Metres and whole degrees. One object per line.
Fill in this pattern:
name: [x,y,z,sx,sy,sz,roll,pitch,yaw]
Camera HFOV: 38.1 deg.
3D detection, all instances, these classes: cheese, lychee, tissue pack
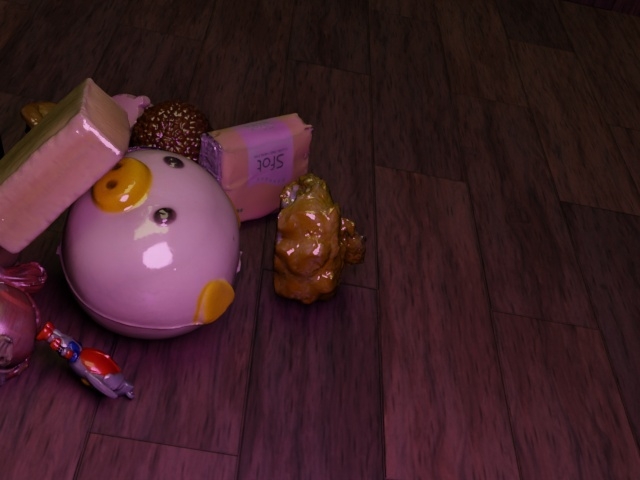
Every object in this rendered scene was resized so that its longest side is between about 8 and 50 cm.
cheese: [-0.459,-0.130,1.590,0.124,0.265,0.242,45,11,-21]
lychee: [-0.326,-0.224,2.094,0.200,0.200,0.238,22,17,9]
tissue pack: [-0.147,-0.157,2.051,0.257,0.215,0.123,-20,38,-39]

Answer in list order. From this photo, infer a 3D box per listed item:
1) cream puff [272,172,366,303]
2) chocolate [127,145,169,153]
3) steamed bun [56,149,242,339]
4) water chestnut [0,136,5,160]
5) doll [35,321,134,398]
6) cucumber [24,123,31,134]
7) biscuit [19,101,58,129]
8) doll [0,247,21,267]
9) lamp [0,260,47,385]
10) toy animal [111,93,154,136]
cream puff: [0.000,-0.001,1.844,0.185,0.282,0.282,7,36,2]
chocolate: [-0.381,-0.085,1.932,0.221,0.221,0.147,-9,71,-29]
steamed bun: [-0.306,0.005,1.694,0.334,0.334,0.374,8,46,-9]
water chestnut: [-0.785,-0.185,1.781,0.302,0.350,0.350,-11,35,12]
doll: [-0.392,0.208,1.565,0.195,0.104,0.062,39,76,-14]
cucumber: [-0.610,-0.212,2.087,0.058,0.058,0.187,-13,45,-33]
biscuit: [-0.573,-0.253,2.099,0.203,0.041,0.260,34,18,-6]
doll: [-0.665,0.002,1.622,0.174,0.235,0.330,-2,13,32]
lamp: [-0.561,0.124,1.540,0.215,0.151,0.223,37,37,-49]
toy animal: [-0.431,-0.284,2.221,0.124,0.124,0.212,26,4,15]
